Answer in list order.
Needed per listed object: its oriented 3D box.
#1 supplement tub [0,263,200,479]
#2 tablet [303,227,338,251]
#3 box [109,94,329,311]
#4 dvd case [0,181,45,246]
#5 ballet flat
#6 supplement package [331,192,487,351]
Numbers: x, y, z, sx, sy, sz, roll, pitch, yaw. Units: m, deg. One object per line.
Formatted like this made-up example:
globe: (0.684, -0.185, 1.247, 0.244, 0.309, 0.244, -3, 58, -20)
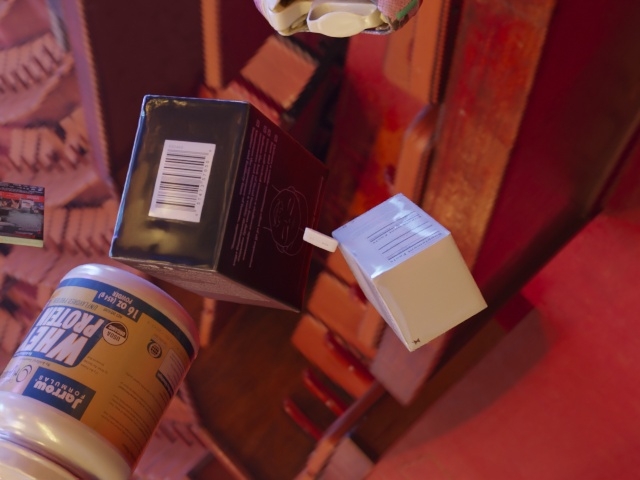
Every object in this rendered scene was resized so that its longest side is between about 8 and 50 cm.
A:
supplement tub: (-0.210, 0.137, 0.978, 0.144, 0.200, 0.144, 19, 150, 12)
tablet: (0.000, 0.000, 1.692, 0.054, 0.006, 0.083, 23, 169, 1)
box: (-0.168, -0.056, 1.973, 0.212, 0.293, 0.395, 7, 169, 22)
dvd case: (-0.387, -0.035, 1.357, 0.119, 0.087, 0.013, -110, 32, -53)
ballet flat: (-0.001, -0.240, 1.118, 0.221, 0.079, 0.077, 10, 137, 37)
supplement package: (0.130, 0.042, 1.657, 0.139, 0.134, 0.244, 61, 176, -21)
